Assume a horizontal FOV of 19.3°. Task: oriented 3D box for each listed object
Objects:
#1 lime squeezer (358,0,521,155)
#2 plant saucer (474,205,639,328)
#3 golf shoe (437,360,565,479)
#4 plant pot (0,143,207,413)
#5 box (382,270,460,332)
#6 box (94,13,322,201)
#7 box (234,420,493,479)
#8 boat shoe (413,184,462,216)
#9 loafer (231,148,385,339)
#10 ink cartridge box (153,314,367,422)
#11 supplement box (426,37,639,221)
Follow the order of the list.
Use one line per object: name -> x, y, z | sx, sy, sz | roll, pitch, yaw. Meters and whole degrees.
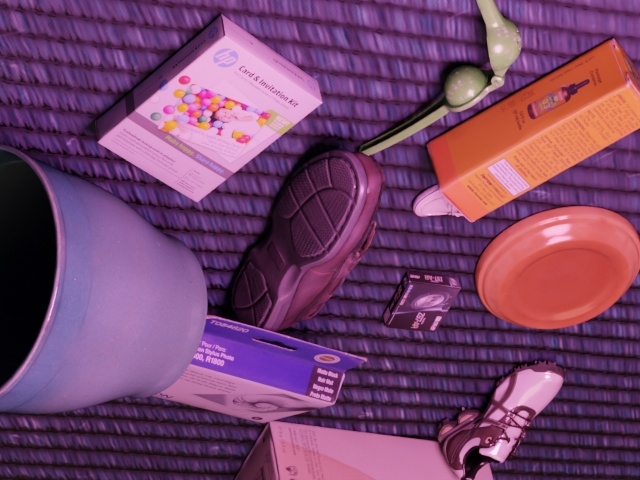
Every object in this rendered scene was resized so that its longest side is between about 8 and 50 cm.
lime squeezer -> 0.138, -0.178, 1.914 | 0.110, 0.058, 0.310 | 6, 136, -19
plant saucer -> 0.281, 0.040, 2.199 | 0.200, 0.037, 0.200 | -6, 138, -6
golf shoe -> 0.237, 0.230, 2.356 | 0.077, 0.094, 0.198 | 27, 124, -34
plant pot -> -0.267, 0.059, 1.945 | 0.272, 0.271, 0.255 | -39, 146, 27
box -> 0.118, 0.073, 2.210 | 0.067, 0.018, 0.083 | 8, 134, -21
box -> -0.114, -0.131, 1.920 | 0.186, 0.038, 0.145 | -37, 133, 24
box -> 0.060, 0.333, 2.405 | 0.311, 0.121, 0.148 | 9, 134, -21
boat shoe -> 0.151, -0.044, 2.078 | 0.100, 0.035, 0.035 | -18, 138, 6
loafer -> 0.000, 0.000, 2.059 | 0.095, 0.109, 0.302 | -5, 148, -35
ink cartridge box -> -0.097, 0.152, 2.160 | 0.223, 0.045, 0.224 | 17, 157, -28
supplement box -> 0.233, -0.115, 1.989 | 0.233, 0.078, 0.080 | -31, 135, 20
